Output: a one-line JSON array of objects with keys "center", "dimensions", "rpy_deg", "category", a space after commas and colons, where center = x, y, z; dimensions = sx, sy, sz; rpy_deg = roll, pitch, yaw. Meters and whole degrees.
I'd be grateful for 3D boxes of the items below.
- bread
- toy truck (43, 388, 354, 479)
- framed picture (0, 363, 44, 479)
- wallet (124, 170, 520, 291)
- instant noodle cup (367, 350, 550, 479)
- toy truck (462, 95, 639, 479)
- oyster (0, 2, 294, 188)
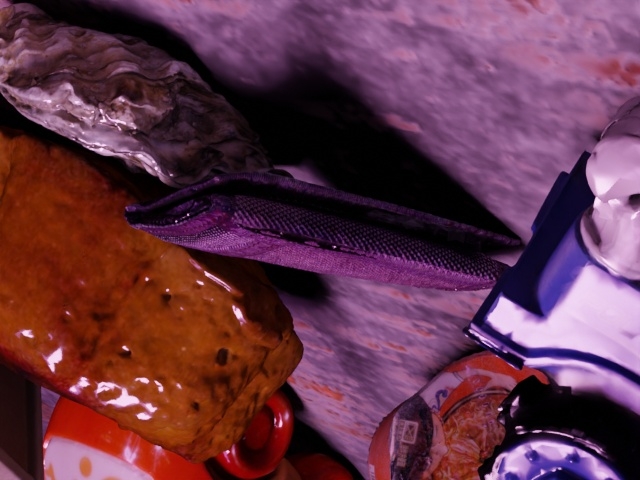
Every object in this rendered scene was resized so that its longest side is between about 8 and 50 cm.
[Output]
[{"center": [-0.120, 0.029, 0.965], "dimensions": [0.247, 0.135, 0.232], "rpy_deg": [26, 173, 24], "category": "bread"}, {"center": [-0.115, 0.222, 1.229], "dimensions": [0.189, 0.239, 0.265], "rpy_deg": [12, 150, 41], "category": "toy truck"}, {"center": [-0.261, -0.008, 1.016], "dimensions": [0.020, 0.240, 0.324], "rpy_deg": [-22, 136, 13], "category": "framed picture"}, {"center": [0.000, 0.001, 0.798], "dimensions": [0.166, 0.030, 0.111], "rpy_deg": [13, 167, -26], "category": "wallet"}, {"center": [0.084, 0.128, 0.935], "dimensions": [0.127, 0.127, 0.136], "rpy_deg": [35, 166, -6], "category": "instant noodle cup"}, {"center": [0.172, 0.042, 0.613], "dimensions": [0.213, 0.161, 0.177], "rpy_deg": [30, 135, 6], "category": "toy truck"}, {"center": [-0.096, -0.066, 0.843], "dimensions": [0.177, 0.064, 0.125], "rpy_deg": [27, 174, -12], "category": "oyster"}]
